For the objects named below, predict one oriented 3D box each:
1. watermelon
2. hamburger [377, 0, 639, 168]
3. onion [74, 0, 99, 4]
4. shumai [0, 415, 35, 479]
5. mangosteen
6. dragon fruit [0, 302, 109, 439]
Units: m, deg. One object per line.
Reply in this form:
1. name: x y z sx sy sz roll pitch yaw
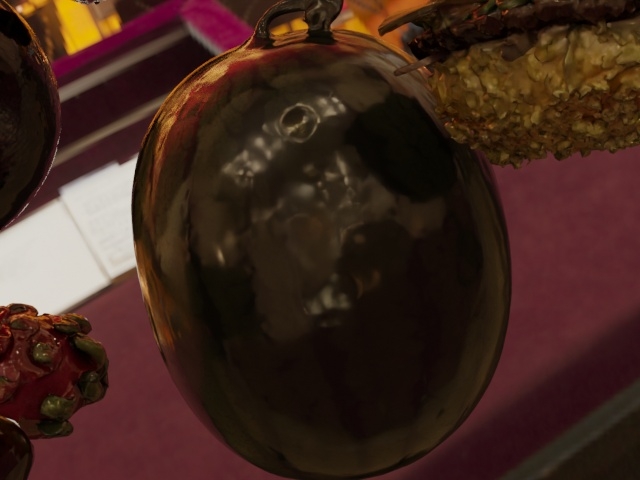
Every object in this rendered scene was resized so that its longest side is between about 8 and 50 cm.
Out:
1. watermelon: 0.000 0.000 0.894 0.279 0.359 0.279 -13 16 4
2. hamburger: 0.168 -0.120 0.718 0.243 0.138 0.262 -10 0 34
3. onion: -0.217 -0.330 1.277 0.147 0.184 0.184 14 36 -12
4. shumai: -0.299 0.139 0.679 0.272 0.222 0.204 -2 -4 -14
5. mangosteen: -0.426 -0.130 1.229 0.330 0.330 0.330 -14 36 11
6. dragon fruit: -0.390 0.171 1.628 0.218 0.198 0.273 -27 6 4
